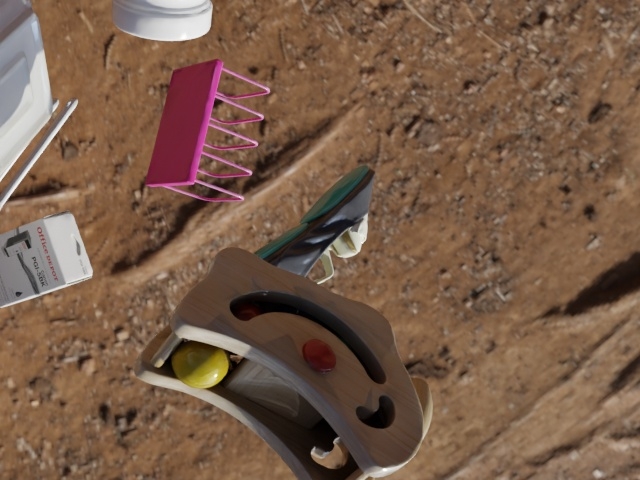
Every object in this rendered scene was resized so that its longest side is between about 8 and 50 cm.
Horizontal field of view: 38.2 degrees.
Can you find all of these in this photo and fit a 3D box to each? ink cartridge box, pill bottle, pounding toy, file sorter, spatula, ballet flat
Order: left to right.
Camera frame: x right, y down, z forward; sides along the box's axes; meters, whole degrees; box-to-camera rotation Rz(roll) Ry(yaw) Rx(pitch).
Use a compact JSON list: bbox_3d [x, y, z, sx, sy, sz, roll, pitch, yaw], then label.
[{"bbox_3d":[-0.377,-0.080,1.081,0.019,0.168,0.242,37,86,-33],"label":"spatula"},{"bbox_3d":[-0.394,0.026,1.275,0.135,0.056,0.099,-18,92,29],"label":"ink cartridge box"},{"bbox_3d":[-0.258,-0.532,1.521,0.210,0.210,0.363,-5,124,-20],"label":"pill bottle"},{"bbox_3d":[-0.258,-0.248,2.189,0.182,0.202,0.291,19,80,-37],"label":"file sorter"},{"bbox_3d":[-0.023,0.138,0.737,0.269,0.154,0.155,26,129,-20],"label":"pounding toy"},{"bbox_3d":[0.000,0.000,0.940,0.203,0.074,0.074,-42,138,-37],"label":"ballet flat"}]

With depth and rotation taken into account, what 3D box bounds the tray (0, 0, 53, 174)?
[{"bbox_3d":[-0.261,-0.085,0.682,0.030,0.270,0.145,8,127,7],"label":"tray"}]
